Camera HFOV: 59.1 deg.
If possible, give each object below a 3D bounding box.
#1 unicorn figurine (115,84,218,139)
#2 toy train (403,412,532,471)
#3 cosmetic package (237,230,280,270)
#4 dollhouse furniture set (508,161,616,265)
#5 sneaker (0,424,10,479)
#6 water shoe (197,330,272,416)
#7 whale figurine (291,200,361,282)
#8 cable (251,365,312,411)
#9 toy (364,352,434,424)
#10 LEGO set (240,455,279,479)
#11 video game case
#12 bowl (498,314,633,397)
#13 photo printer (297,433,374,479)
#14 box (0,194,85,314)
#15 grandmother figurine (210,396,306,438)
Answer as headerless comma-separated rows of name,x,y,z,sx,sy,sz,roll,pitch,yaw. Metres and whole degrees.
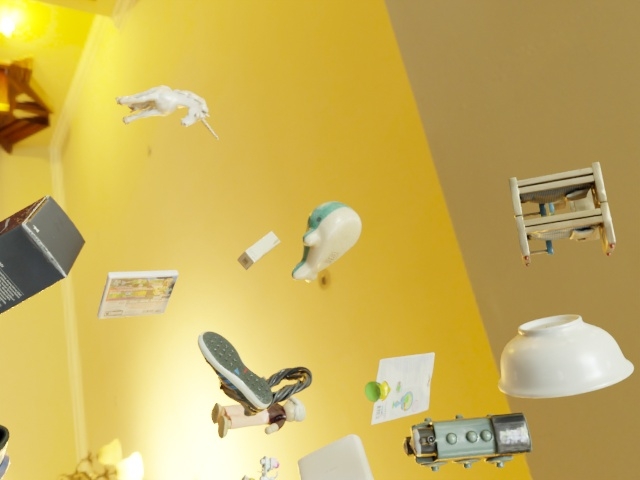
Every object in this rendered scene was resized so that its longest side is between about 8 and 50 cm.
unicorn figurine,-0.222,-0.188,0.789,0.162,0.111,0.060,-127,-154,-46
toy train,0.387,0.521,1.481,0.190,0.333,0.142,87,-1,-64
cosmetic package,-0.168,0.028,1.547,0.041,0.115,0.060,49,-40,1
dollhouse furniture set,0.384,-0.022,0.906,0.129,0.183,0.129,-9,-107,20
sneaker,-0.747,0.406,1.074,0.127,0.315,0.182,51,-59,30
water shoe,-0.190,0.278,1.155,0.203,0.073,0.080,46,-62,5
whale figurine,0.000,0.000,1.718,0.141,0.216,0.272,45,-73,31
cable,-0.090,0.338,1.281,0.184,0.150,0.047,-88,163,-87
toy,0.174,0.322,1.267,0.056,0.237,0.137,7,-91,37
LEGO set,-0.190,0.708,1.540,0.287,0.107,0.132,-48,-161,36
video game case,-0.539,0.158,1.664,0.023,0.201,0.184,60,-45,36
bowl,0.546,0.254,1.311,0.297,0.297,0.134,-18,-94,53
photo printer,0.062,0.856,1.950,0.107,0.255,0.308,61,5,-34
box,-0.514,0.037,0.921,0.108,0.207,0.153,61,2,-24
grandmother figurine,-0.202,0.601,1.960,0.208,0.342,0.104,56,-50,44
